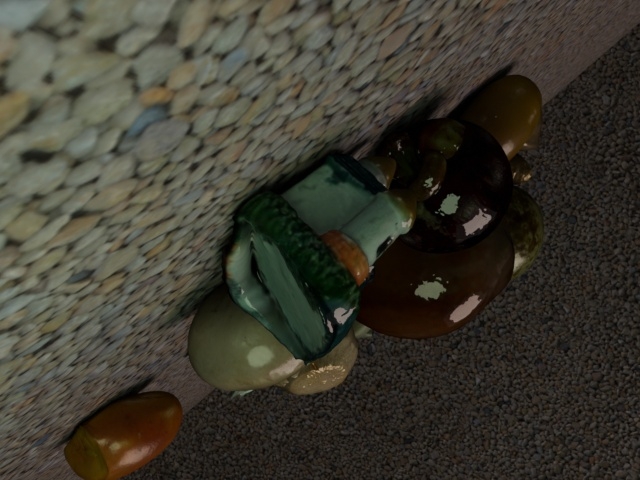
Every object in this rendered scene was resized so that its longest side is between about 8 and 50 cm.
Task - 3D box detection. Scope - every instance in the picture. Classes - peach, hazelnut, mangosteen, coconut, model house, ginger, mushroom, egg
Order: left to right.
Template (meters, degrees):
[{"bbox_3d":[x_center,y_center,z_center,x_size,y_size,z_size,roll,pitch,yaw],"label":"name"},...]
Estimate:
[{"bbox_3d":[-0.096,0.146,0.943,0.226,0.178,0.226,-16,-145,11],"label":"mushroom"},{"bbox_3d":[-0.047,0.258,1.668,0.329,0.329,0.329,-40,173,-6],"label":"coconut"},{"bbox_3d":[0.028,-0.011,0.776,0.291,0.184,0.253,-45,168,-24],"label":"model house"},{"bbox_3d":[0.205,0.030,1.205,0.366,0.366,0.366,-40,173,-6],"label":"hazelnut"},{"bbox_3d":[0.182,-0.099,0.954,0.228,0.228,0.265,-42,140,16],"label":"mangosteen"},{"bbox_3d":[0.387,-0.187,1.442,0.294,0.131,0.086,7,116,-30],"label":"ginger"},{"bbox_3d":[0.355,-0.232,1.243,0.251,0.153,0.251,-56,178,-2],"label":"peach"},{"bbox_3d":[0.409,-0.026,1.424,0.289,0.238,0.238,-43,177,-40],"label":"egg"}]

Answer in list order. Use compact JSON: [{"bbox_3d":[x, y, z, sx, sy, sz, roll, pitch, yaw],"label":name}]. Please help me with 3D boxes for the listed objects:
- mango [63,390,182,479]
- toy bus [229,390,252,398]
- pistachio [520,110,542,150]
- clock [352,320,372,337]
[{"bbox_3d":[-0.379,0.387,1.231,0.187,0.138,0.257,-31,174,37],"label":"mango"},{"bbox_3d":[-0.153,0.243,1.409,0.276,0.164,0.133,-38,171,-26],"label":"toy bus"},{"bbox_3d":[0.486,-0.304,1.497,0.138,0.153,0.238,-33,-158,32],"label":"pistachio"},{"bbox_3d":[0.152,0.114,1.778,0.108,0.265,0.324,11,136,-40],"label":"clock"}]
